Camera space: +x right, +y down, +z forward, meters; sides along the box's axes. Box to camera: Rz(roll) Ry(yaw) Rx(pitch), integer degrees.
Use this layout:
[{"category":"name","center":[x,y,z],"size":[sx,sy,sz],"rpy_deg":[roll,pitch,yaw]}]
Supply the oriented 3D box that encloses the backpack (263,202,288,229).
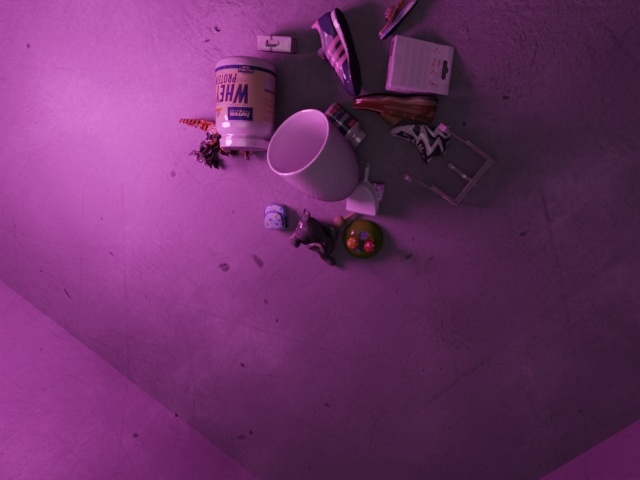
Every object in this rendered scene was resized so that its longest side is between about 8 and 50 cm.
[{"category":"backpack","center":[-0.203,-0.107,1.847],"size":[0.105,0.084,0.114],"rpy_deg":[1,106,8]}]

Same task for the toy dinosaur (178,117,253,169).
[{"category":"toy dinosaur","center":[-0.448,-0.427,1.773],"size":[0.322,0.164,0.218],"rpy_deg":[32,97,18]}]

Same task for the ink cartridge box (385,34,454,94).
[{"category":"ink cartridge box","center":[0.373,-0.650,1.555],"size":[0.233,0.066,0.188],"rpy_deg":[6,93,-13]}]

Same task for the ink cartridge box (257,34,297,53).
[{"category":"ink cartridge box","center":[-0.168,-0.762,1.604],"size":[0.136,0.099,0.056],"rpy_deg":[8,111,9]}]

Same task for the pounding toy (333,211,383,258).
[{"category":"pounding toy","center":[0.170,-0.015,1.797],"size":[0.183,0.110,0.236],"rpy_deg":[-24,104,17]}]

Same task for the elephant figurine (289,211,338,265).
[{"category":"elephant figurine","center":[0.000,0.000,1.812],"size":[0.240,0.186,0.169],"rpy_deg":[33,97,-2]}]

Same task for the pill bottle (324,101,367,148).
[{"category":"pill bottle","center":[0.095,-0.458,1.658],"size":[0.180,0.108,0.108],"rpy_deg":[39,111,-5]}]

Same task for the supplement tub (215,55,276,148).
[{"category":"supplement tub","center":[-0.291,-0.523,1.611],"size":[0.236,0.235,0.324],"rpy_deg":[3,98,9]}]

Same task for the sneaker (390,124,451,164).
[{"category":"sneaker","center":[0.393,-0.378,1.638],"size":[0.235,0.094,0.152],"rpy_deg":[1,101,-1]}]

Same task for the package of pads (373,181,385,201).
[{"category":"package of pads","center":[0.246,-0.207,1.758],"size":[0.050,0.032,0.083],"rpy_deg":[8,110,5]}]

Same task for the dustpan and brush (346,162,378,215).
[{"category":"dustpan and brush","center":[0.186,-0.222,1.747],"size":[0.147,0.060,0.211],"rpy_deg":[15,118,29]}]

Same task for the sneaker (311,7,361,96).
[{"category":"sneaker","center":[0.065,-0.706,1.593],"size":[0.131,0.112,0.318],"rpy_deg":[-9,105,31]}]

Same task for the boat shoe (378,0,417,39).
[{"category":"boat shoe","center":[0.273,-0.831,1.525],"size":[0.066,0.066,0.183],"rpy_deg":[43,101,-1]}]

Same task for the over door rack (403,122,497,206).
[{"category":"over door rack","center":[0.497,-0.293,1.603],"size":[0.324,0.108,0.239],"rpy_deg":[21,116,-30]}]

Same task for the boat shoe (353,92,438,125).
[{"category":"boat shoe","center":[0.288,-0.506,1.602],"size":[0.324,0.122,0.119],"rpy_deg":[5,115,9]}]

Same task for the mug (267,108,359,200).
[{"category":"mug","center":[-0.034,-0.310,1.635],"size":[0.374,0.328,0.276],"rpy_deg":[17,80,39]}]
